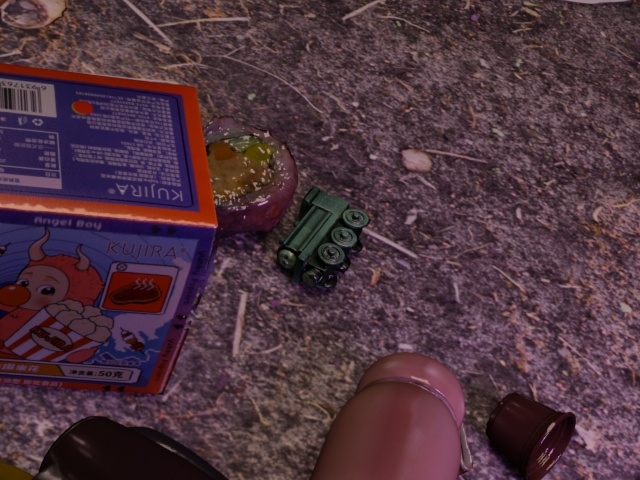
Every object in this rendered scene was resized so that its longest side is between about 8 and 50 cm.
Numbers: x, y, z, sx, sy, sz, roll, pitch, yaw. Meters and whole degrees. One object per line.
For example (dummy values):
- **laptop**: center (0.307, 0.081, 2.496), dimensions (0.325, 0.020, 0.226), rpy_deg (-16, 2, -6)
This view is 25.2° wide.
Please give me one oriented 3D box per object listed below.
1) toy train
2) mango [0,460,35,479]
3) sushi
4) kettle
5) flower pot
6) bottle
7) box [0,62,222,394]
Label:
- **toy train**: center (0.000, 0.000, 2.058), dimensions (0.111, 0.071, 0.170), rpy_deg (24, 43, 13)
- **mango**: center (-0.316, 0.381, 1.434), dimensions (0.252, 0.182, 0.365), rpy_deg (-13, 49, -30)
- **sushi**: center (-0.127, -0.063, 2.028), dimensions (0.161, 0.107, 0.241), rpy_deg (26, 47, 2)
- **kettle**: center (-0.157, 0.263, 1.420), dimensions (0.232, 0.144, 0.202), rpy_deg (35, 29, 26)
- **flower pot**: center (0.273, 0.254, 1.911), dimensions (0.089, 0.111, 0.111), rpy_deg (34, 41, 29)
- **bottle**: center (0.093, 0.284, 1.756), dimensions (0.206, 0.173, 0.297), rpy_deg (49, 35, -21)
- **box**: center (-0.334, -0.011, 1.725), dimensions (0.348, 0.319, 0.257), rpy_deg (6, 45, -21)
